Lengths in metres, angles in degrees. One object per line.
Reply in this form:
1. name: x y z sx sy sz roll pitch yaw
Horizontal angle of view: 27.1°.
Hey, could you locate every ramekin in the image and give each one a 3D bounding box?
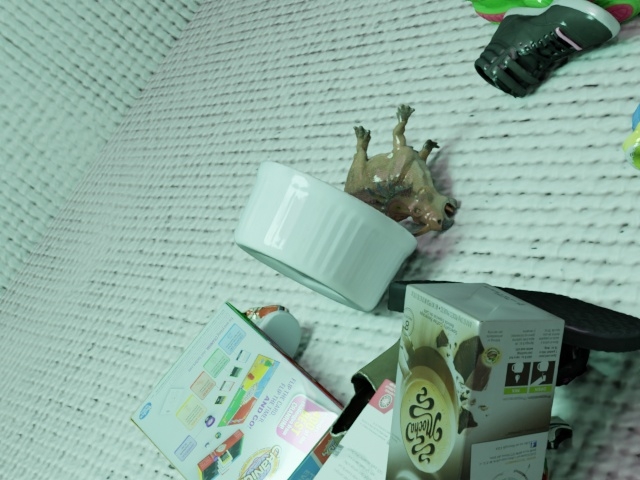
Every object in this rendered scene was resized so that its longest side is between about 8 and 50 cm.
1. ramekin: 0.000 0.000 2.065 0.277 0.277 0.135 16 77 61

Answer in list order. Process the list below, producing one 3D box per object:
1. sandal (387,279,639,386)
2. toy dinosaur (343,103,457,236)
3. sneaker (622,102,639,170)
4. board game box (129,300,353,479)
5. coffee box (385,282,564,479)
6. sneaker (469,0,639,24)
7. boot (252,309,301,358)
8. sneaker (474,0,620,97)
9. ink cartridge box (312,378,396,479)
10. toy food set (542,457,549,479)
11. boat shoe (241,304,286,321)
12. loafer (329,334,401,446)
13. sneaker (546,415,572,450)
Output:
1. sandal: 0.251 0.121 1.695 0.445 0.167 0.107 8 97 60
2. toy dinosaur: 0.103 -0.093 2.187 0.295 0.127 0.200 -12 52 58
3. sneaker: 0.496 -0.193 1.748 0.240 0.091 0.126 -33 31 31
4. board game box: -0.117 0.272 1.993 0.242 0.064 0.316 -50 49 0
5. coffee box: 0.171 0.213 1.542 0.168 0.119 0.297 26 114 61
6. sneaker: 0.389 -0.467 2.149 0.202 0.185 0.483 -59 29 -8
7. boot: -0.124 0.235 2.167 0.258 0.095 0.123 -59 16 -21
8. sneaker: 0.350 -0.294 2.088 0.147 0.104 0.296 -57 22 -10
9. ink cartridge box: 0.085 0.311 1.735 0.218 0.092 0.158 -52 27 -7
10. toy food set: 0.242 0.293 1.600 0.083 0.020 0.082 -53 28 -7
11. boat shoe: -0.116 0.137 2.304 0.137 0.043 0.049 -22 36 40
12. loafer: 0.098 0.201 1.855 0.094 0.087 0.251 3 58 57
13. sneaker: 0.266 0.240 1.594 0.083 0.032 0.037 -32 31 -19
